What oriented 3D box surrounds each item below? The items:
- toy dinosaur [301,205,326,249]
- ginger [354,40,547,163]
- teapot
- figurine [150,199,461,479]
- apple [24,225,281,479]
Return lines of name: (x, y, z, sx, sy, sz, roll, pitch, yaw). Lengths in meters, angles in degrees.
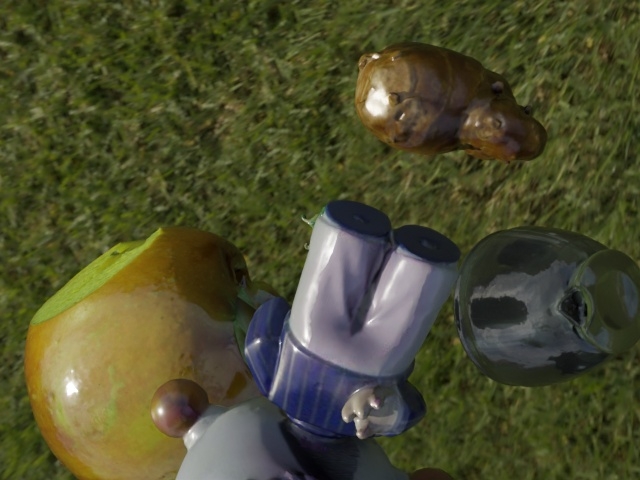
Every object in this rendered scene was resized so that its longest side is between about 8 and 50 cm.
toy dinosaur: (0.000, -0.001, 1.811, 0.060, 0.029, 0.120, 15, 116, 53)
ginger: (0.184, -0.197, 1.569, 0.274, 0.357, 0.152, 10, 100, -2)
teapot: (0.381, 0.107, 1.596, 0.321, 0.239, 0.239, 24, 74, -29)
figurine: (0.007, 0.120, 0.662, 0.194, 0.133, 0.274, 40, 109, -7)
apple: (-0.193, 0.149, 1.449, 0.374, 0.384, 0.374, -3, 142, -2)
